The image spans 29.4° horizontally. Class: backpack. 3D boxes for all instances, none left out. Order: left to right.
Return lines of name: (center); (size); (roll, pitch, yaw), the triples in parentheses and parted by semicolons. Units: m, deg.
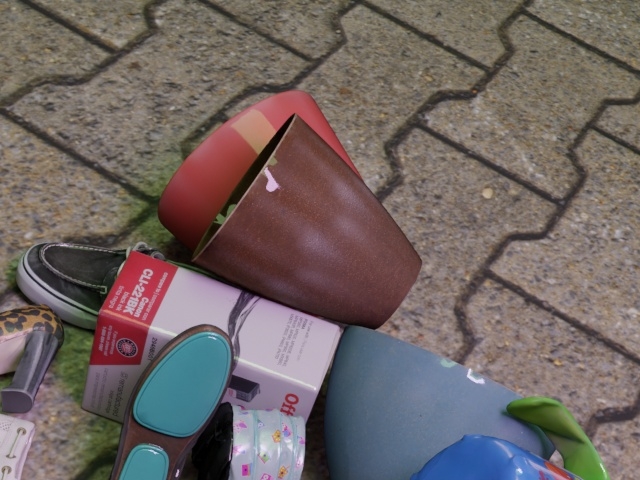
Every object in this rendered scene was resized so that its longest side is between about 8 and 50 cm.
backpack: (-0.085, 0.264, 1.399); (0.115, 0.182, 0.152); (4, 44, -17)

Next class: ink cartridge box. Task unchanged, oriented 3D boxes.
ink cartridge box: (-0.135, 0.155, 1.480); (0.272, 0.197, 0.114); (19, 44, 0)

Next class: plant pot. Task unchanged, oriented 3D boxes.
plant pot: (-0.044, -0.027, 1.671); (0.275, 0.275, 0.243); (-28, 70, -39)
plant pot: (0.000, 0.000, 1.465); (0.230, 0.215, 0.215); (35, 42, -8)
plant pot: (0.118, 0.252, 1.455); (0.290, 0.290, 0.195); (25, 79, 6)

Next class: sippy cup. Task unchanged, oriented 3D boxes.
sippy cup: (0.201, 0.316, 1.226); (0.224, 0.240, 0.305); (38, 15, -29)

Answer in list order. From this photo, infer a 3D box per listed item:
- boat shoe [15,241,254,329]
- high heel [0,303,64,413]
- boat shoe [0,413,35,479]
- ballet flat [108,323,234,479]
boat shoe: (-0.231, 0.056, 1.602); (0.335, 0.119, 0.121); (17, 43, -4)
high heel: (-0.453, 0.121, 1.493); (0.261, 0.093, 0.186); (13, 31, -4)
boat shoe: (-0.350, 0.297, 1.328); (0.096, 0.098, 0.277); (6, 43, -14)
ballet flat: (-0.185, 0.213, 1.375); (0.095, 0.280, 0.096); (26, 3, -15)
